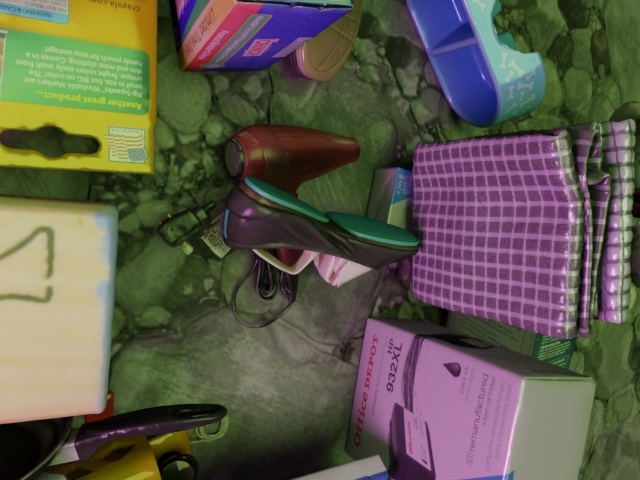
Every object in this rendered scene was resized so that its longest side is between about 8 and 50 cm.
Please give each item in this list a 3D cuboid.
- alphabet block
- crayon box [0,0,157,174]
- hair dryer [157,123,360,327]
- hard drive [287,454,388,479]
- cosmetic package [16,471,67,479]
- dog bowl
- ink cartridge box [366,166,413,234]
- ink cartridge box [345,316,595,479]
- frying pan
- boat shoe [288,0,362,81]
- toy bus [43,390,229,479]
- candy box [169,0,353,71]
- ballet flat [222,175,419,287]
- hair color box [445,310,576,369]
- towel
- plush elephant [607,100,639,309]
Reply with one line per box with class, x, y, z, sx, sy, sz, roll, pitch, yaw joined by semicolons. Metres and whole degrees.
alphabet block;-0.307;0.049;0.466;0.197;0.193;0.192;4;91;-29
crayon box;-0.279;-0.232;0.519;0.203;0.083;0.322;-1;94;-29
hair dryer;-0.058;-0.048;0.680;0.293;0.080;0.223;-47;130;-11
hard drive;-0.088;0.374;0.639;0.319;0.040;0.210;-3;133;-29
cosmetic package;-0.330;0.314;0.454;0.151;0.184;0.151;-32;114;-63
dog bowl;0.221;-0.302;0.751;0.074;0.166;0.297;-34;110;-10
ink cartridge box;0.165;-0.042;0.793;0.181;0.062;0.104;12;89;-30
ink cartridge box;0.175;0.245;0.685;0.129;0.307;0.223;9;90;-27
frying pan;-0.279;0.184;0.497;0.326;0.197;0.053;-8;110;-31
boat shoe;-0.007;-0.350;0.655;0.103;0.092;0.285;-4;102;-46
toy bus;-0.213;0.283;0.588;0.191;0.104;0.202;34;78;-27
candy box;-0.088;-0.355;0.508;0.122;0.268;0.317;-11;100;-24
ballet flat;0.000;0.000;0.641;0.281;0.095;0.096;17;108;-32
hair color box;0.299;0.078;0.773;0.105;0.174;0.347;-6;111;-29
towel;0.224;-0.019;0.630;0.121;0.284;0.234;-2;95;-27
plush elephant;0.509;-0.075;0.856;0.330;0.272;0.255;-17;144;-41
